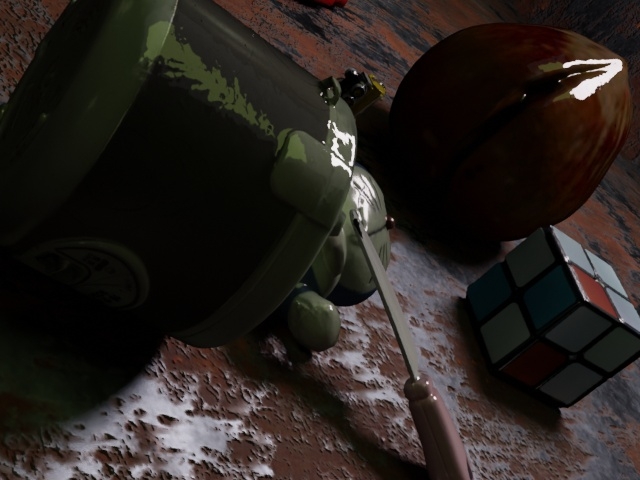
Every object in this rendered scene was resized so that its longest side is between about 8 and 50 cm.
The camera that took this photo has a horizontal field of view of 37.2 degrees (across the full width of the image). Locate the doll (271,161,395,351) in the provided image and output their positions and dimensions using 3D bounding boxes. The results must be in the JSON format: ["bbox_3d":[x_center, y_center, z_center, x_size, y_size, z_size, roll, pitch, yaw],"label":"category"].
[{"bbox_3d":[0.000,0.000,1.077,0.258,0.154,0.228,-19,102,-55],"label":"doll"}]

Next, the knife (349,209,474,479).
[{"bbox_3d":[0.099,0.120,1.027,0.081,0.043,0.336,-36,108,-76],"label":"knife"}]

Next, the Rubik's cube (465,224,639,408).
[{"bbox_3d":[0.346,0.115,1.406,0.180,0.183,0.167,31,28,-33],"label":"Rubik's cube"}]

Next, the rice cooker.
[{"bbox_3d":[-0.130,-0.065,0.832,0.277,0.288,0.288,33,28,-29],"label":"rice cooker"}]

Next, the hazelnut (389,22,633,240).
[{"bbox_3d":[0.315,-0.200,1.631,0.429,0.402,0.402,0,52,-51],"label":"hazelnut"}]

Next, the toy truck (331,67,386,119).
[{"bbox_3d":[0.040,-0.211,1.474,0.063,0.123,0.052,32,28,-41],"label":"toy truck"}]

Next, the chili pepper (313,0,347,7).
[{"bbox_3d":[-0.025,-0.519,1.853,0.110,0.110,0.387,54,21,15],"label":"chili pepper"}]
